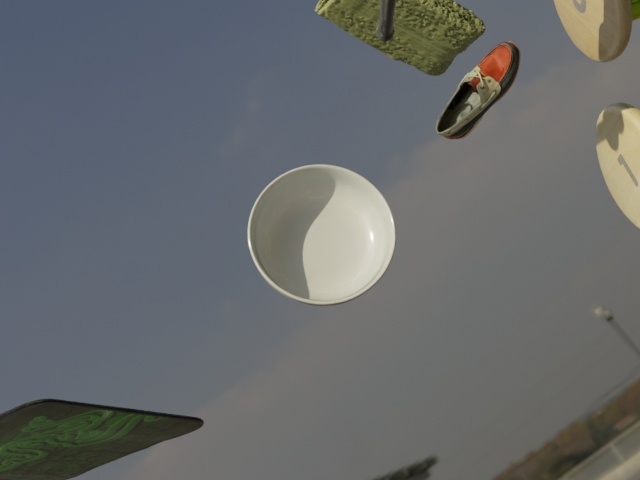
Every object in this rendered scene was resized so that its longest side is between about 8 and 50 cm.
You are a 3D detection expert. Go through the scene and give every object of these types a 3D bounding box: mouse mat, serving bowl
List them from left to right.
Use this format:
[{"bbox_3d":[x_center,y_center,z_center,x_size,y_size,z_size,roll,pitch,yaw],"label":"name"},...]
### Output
[{"bbox_3d":[-0.198,0.150,0.768,0.190,0.007,0.153,-27,-30,34],"label":"mouse mat"},{"bbox_3d":[0.000,0.000,0.602,0.083,0.083,0.027,-31,-14,-15],"label":"serving bowl"}]

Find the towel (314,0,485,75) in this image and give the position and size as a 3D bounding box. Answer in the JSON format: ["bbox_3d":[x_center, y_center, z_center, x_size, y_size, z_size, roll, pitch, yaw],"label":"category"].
[{"bbox_3d":[0.074,-0.214,1.005,0.027,0.148,0.110,-69,12,-23],"label":"towel"}]

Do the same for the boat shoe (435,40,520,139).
[{"bbox_3d":[0.185,-0.177,1.248,0.043,0.049,0.137,3,-51,-53],"label":"boat shoe"}]

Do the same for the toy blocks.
[{"bbox_3d":[0.173,-0.084,0.401,0.148,0.123,0.054,-21,13,-8],"label":"toy blocks"}]

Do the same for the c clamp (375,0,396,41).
[{"bbox_3d":[0.088,-0.111,0.319,0.161,0.022,0.137,-18,-6,4],"label":"c clamp"}]
